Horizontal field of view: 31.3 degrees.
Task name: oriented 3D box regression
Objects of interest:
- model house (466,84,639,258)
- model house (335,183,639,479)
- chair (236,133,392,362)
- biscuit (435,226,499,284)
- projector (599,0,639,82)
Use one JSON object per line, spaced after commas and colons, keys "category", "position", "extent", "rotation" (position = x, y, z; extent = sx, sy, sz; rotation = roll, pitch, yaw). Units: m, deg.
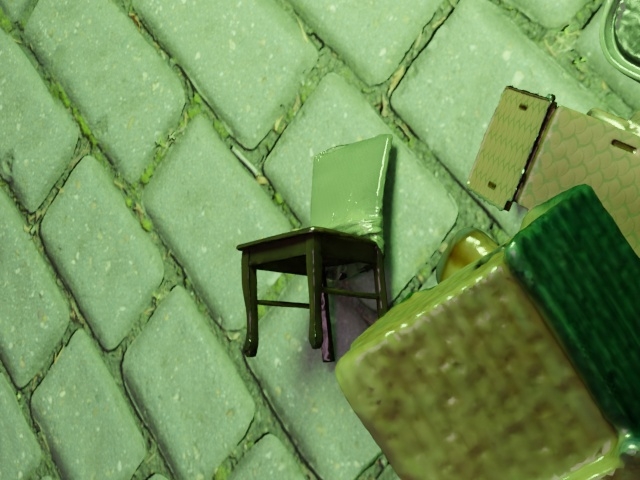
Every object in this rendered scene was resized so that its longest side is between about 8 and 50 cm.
{"category": "model house", "position": [0.294, -0.086, 1.277], "extent": [0.326, 0.244, 0.169], "rotation": [33, 106, 42]}
{"category": "model house", "position": [0.264, 0.163, 1.119], "extent": [0.342, 0.334, 0.382], "rotation": [-35, 90, 17]}
{"category": "chair", "position": [0.000, 0.000, 1.565], "extent": [0.160, 0.186, 0.319], "rotation": [-13, 73, 45]}
{"category": "biscuit", "position": [0.214, 0.150, 1.395], "extent": [0.291, 0.062, 0.237], "rotation": [48, 123, 40]}
{"category": "projector", "position": [0.468, -0.227, 1.145], "extent": [0.248, 0.249, 0.248], "rotation": [34, 104, 41]}
